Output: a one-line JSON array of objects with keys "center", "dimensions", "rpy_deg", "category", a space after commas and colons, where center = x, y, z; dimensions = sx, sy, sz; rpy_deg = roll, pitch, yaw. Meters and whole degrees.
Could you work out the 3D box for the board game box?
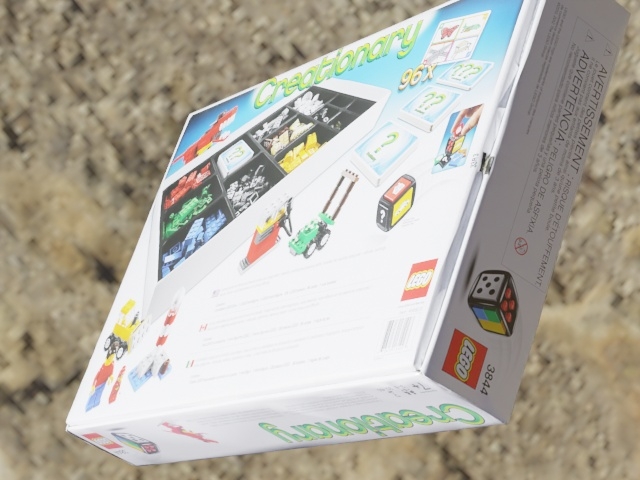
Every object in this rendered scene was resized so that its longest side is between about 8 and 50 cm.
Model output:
[{"center": [0.000, 0.000, 0.834], "dimensions": [0.053, 0.193, 0.305], "rpy_deg": [31, 156, -25], "category": "board game box"}]
